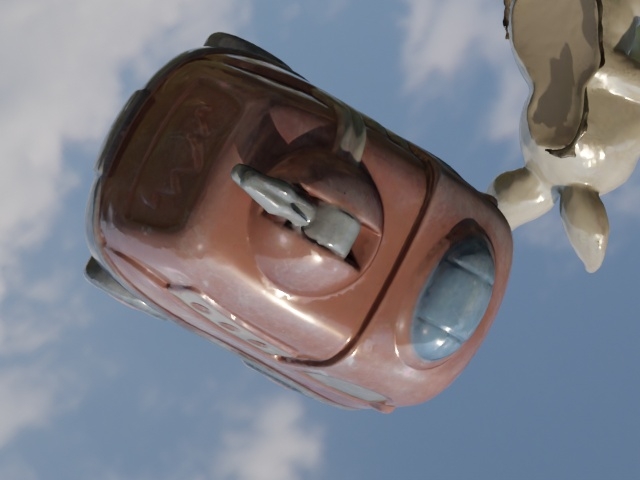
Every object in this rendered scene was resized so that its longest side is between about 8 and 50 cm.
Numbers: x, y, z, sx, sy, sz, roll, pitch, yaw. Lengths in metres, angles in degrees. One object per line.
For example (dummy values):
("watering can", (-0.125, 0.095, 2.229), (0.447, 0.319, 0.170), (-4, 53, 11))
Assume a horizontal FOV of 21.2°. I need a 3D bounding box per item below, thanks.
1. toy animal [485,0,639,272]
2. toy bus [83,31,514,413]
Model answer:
("toy animal", (0.262, -0.145, 1.787), (0.208, 0.154, 0.325), (24, -82, 38))
("toy bus", (0.000, 0.000, 1.126), (0.197, 0.294, 0.232), (-61, -153, -5))
